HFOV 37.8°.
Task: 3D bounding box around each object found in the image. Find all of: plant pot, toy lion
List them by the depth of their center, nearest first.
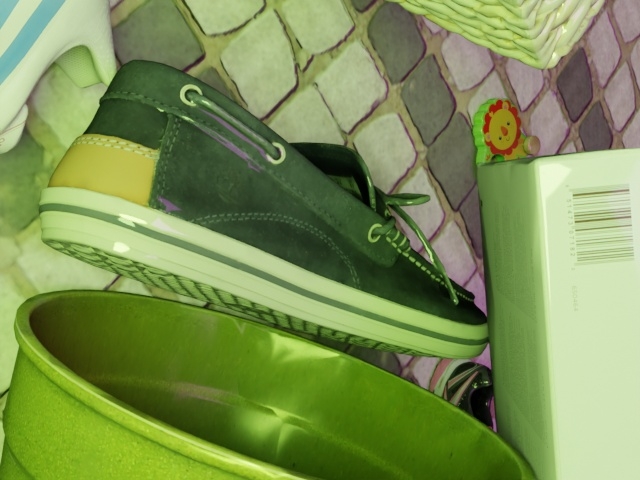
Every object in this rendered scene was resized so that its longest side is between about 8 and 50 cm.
[{"bbox_3d":[-0.085,0.262,0.668,0.366,0.366,0.353,14,97,-44],"label":"plant pot"},{"bbox_3d":[0.209,-0.111,1.092,0.096,0.034,0.100,38,70,-32],"label":"toy lion"}]

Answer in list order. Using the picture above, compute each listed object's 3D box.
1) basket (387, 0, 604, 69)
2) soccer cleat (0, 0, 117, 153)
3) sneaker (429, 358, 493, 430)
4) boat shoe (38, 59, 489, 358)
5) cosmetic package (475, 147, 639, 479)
[{"bbox_3d":[0.115,-0.359,0.688,0.328,0.331,0.266,-53,145,-3],"label":"basket"},{"bbox_3d":[-0.263,-0.099,0.579,0.331,0.116,0.143,-32,123,-35],"label":"soccer cleat"},{"bbox_3d":[0.149,0.215,1.039,0.072,0.077,0.178,22,80,-42],"label":"sneaker"},{"bbox_3d":[0.000,0.000,0.788,0.500,0.187,0.156,25,74,-46],"label":"boat shoe"},{"bbox_3d":[0.193,0.122,0.712,0.097,0.284,0.377,-5,94,0],"label":"cosmetic package"}]
